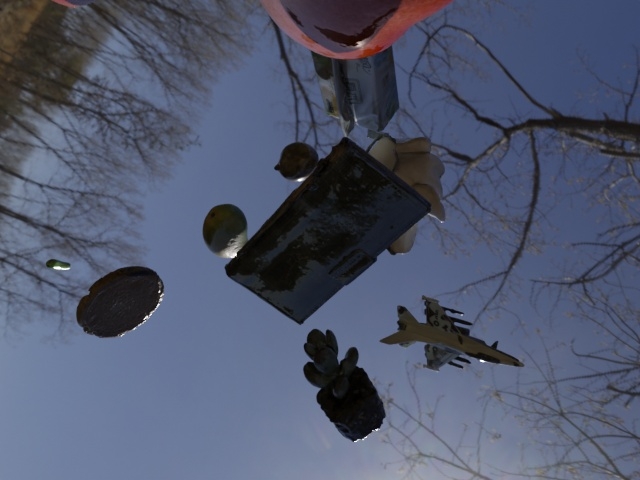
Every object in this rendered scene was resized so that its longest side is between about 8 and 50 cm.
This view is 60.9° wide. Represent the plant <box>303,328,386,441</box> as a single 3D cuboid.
[{"bbox_3d":[0.051,0.340,1.305,0.149,0.275,0.146,-33,-163,-16],"label":"plant"}]

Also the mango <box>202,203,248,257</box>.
[{"bbox_3d":[-0.250,-0.016,1.448,0.122,0.191,0.085,-34,-128,-28],"label":"mango"}]

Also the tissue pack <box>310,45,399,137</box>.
[{"bbox_3d":[0.060,-0.336,1.137,0.159,0.229,0.145,24,-115,25],"label":"tissue pack"}]

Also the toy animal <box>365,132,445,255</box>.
[{"bbox_3d":[0.187,-0.128,1.237,0.208,0.154,0.325,-48,-154,39],"label":"toy animal"}]

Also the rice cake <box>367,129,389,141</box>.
[{"bbox_3d":[0.167,-0.294,1.532,0.180,0.042,0.030,-114,-156,-72],"label":"rice cake"}]

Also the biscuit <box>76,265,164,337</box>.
[{"bbox_3d":[-0.490,0.151,1.339,0.042,0.226,0.226,40,-80,30],"label":"biscuit"}]

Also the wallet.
[{"bbox_3d":[0.000,-0.001,0.821,0.317,0.169,0.044,-44,-160,33],"label":"wallet"}]

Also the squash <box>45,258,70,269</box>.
[{"bbox_3d":[-0.627,0.059,1.301,0.089,0.027,0.027,76,37,-80],"label":"squash"}]

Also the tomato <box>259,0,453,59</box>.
[{"bbox_3d":[0.025,-0.368,0.574,0.321,0.321,0.322,-30,-134,36],"label":"tomato"}]

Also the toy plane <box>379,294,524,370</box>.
[{"bbox_3d":[0.221,0.165,0.915,0.234,0.160,0.082,6,-148,22],"label":"toy plane"}]

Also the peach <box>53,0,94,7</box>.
[{"bbox_3d":[-0.400,-0.481,0.855,0.197,0.197,0.197,-30,-134,36],"label":"peach"}]

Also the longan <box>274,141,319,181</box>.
[{"bbox_3d":[-0.059,-0.190,1.331,0.113,0.092,0.113,-11,-136,10],"label":"longan"}]
